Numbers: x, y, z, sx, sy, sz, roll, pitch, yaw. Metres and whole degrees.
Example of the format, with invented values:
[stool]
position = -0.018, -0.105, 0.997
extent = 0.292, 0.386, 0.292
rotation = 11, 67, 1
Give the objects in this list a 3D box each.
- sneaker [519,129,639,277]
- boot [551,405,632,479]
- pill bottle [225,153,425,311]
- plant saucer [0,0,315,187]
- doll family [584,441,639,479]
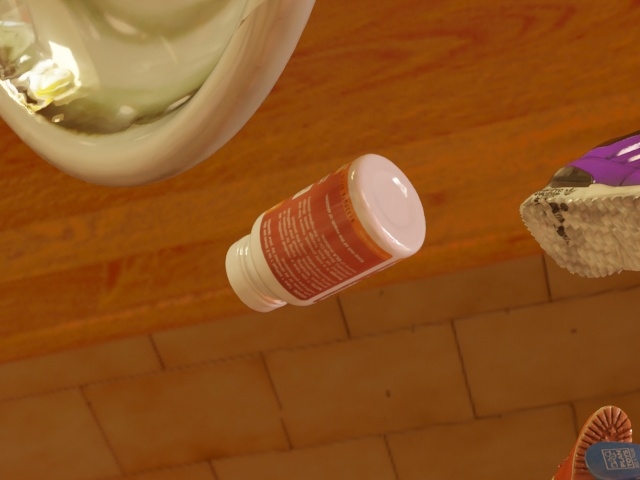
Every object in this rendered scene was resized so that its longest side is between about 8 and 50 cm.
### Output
[sneaker]
position = 0.279, -0.040, 0.791
extent = 0.146, 0.293, 0.102
rotation = -40, 111, -14
[boot]
position = 0.287, 0.247, 1.168
extent = 0.059, 0.084, 0.158
rotation = 16, 99, -9
[pill bottle]
position = 0.000, 0.000, 1.195
extent = 0.216, 0.121, 0.121
rotation = -28, 118, 33
[plant saucer]
position = -0.084, -0.228, 0.469
extent = 0.100, 0.400, 0.401
rotation = -15, 132, -37
[doll family]
position = 0.198, 0.227, 0.501
extent = 0.118, 0.263, 0.163
rotation = -4, 127, 1
